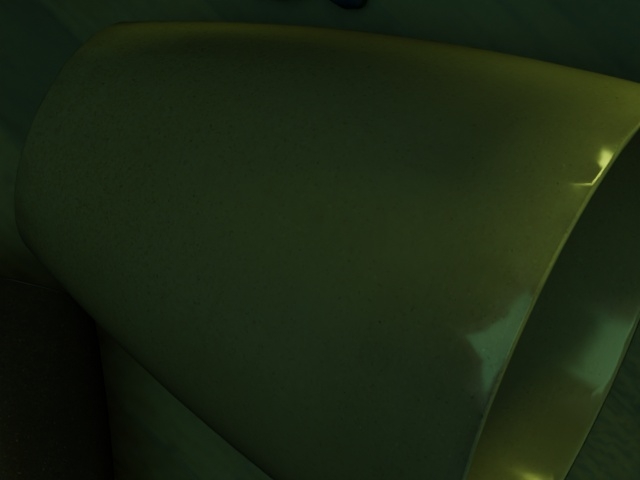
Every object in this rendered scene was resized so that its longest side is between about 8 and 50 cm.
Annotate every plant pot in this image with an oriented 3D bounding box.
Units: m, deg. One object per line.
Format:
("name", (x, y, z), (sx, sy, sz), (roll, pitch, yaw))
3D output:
("plant pot", (-0.191, 0.133, 1.003), (0.215, 0.215, 0.230), (9, 82, 4))
("plant pot", (0.000, 0.000, 0.955), (0.274, 0.256, 0.256), (24, 97, 18))

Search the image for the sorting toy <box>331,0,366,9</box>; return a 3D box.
("sorting toy", (0.009, -0.149, 1.030), (0.102, 0.042, 0.061), (-15, 79, 18))
